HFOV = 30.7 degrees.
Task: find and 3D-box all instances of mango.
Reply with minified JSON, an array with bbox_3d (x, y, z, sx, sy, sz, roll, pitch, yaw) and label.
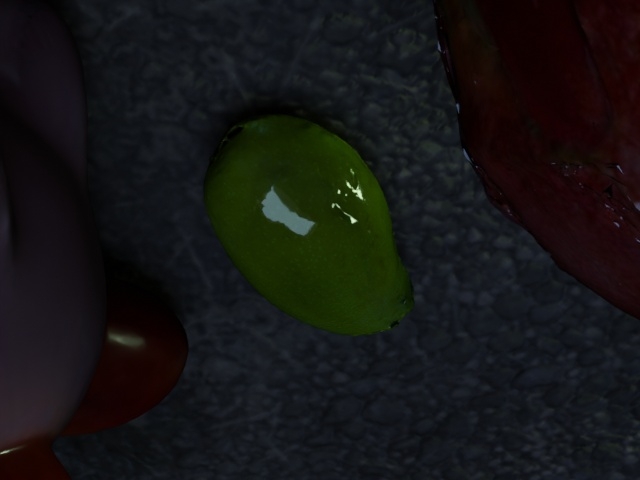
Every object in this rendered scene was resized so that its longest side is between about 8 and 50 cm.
[{"bbox_3d":[0.000,0.000,0.650,0.091,0.074,0.165,-31,123,17],"label":"mango"}]

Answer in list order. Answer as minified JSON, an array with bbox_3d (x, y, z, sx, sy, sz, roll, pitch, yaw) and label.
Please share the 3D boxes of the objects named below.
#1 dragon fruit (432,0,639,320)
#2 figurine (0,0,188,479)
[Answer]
[{"bbox_3d":[0.196,-0.095,0.466,0.302,0.295,0.295,42,118,3],"label":"dragon fruit"},{"bbox_3d":[-0.209,0.032,0.567,0.211,0.269,0.261,-7,118,9],"label":"figurine"}]
